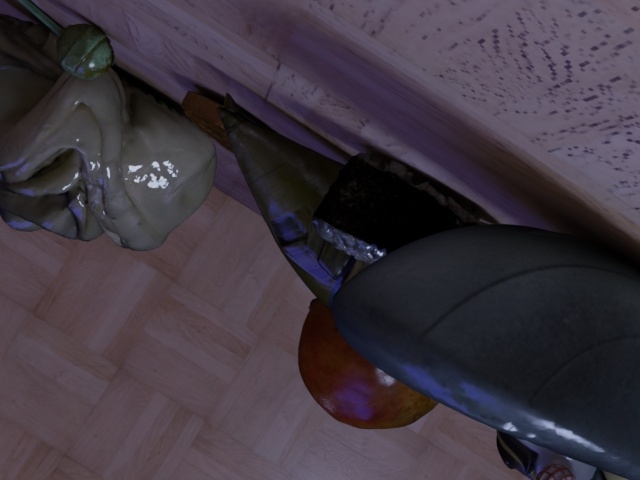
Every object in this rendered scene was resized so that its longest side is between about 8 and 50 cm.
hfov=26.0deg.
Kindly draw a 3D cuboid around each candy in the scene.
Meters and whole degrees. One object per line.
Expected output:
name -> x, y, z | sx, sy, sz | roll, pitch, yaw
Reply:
candy -> -0.297, -0.241, 1.431 | 0.202, 0.061, 0.061 | 40, 177, 0

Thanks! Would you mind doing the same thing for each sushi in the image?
sushi -> 0.068, -0.007, 1.053 | 0.150, 0.078, 0.090 | 32, 171, 28

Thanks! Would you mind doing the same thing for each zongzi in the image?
zongzi -> 0.019, -0.012, 1.271 | 0.289, 0.123, 0.260 | 42, 180, 1

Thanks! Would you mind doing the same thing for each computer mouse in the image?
computer mouse -> 0.176, 0.074, 0.854 | 0.371, 0.122, 0.188 | 26, -175, -34

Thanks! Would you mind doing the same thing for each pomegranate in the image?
pomegranate -> 0.079, 0.163, 2.186 | 0.270, 0.252, 0.229 | 22, -161, 40

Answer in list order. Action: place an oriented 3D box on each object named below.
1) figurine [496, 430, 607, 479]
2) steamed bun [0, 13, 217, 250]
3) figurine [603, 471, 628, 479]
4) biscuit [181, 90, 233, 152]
figurine -> 0.408, 0.302, 1.993 | 0.370, 0.167, 0.281 | 21, -159, 28
steamed bun -> -0.325, -0.117, 1.788 | 0.339, 0.247, 0.352 | 28, 171, 46
figurine -> 0.382, 0.279, 1.255 | 0.394, 0.226, 0.274 | 43, 143, -7
biscuit -> -0.080, -0.108, 1.433 | 0.142, 0.029, 0.221 | 33, 177, 2
